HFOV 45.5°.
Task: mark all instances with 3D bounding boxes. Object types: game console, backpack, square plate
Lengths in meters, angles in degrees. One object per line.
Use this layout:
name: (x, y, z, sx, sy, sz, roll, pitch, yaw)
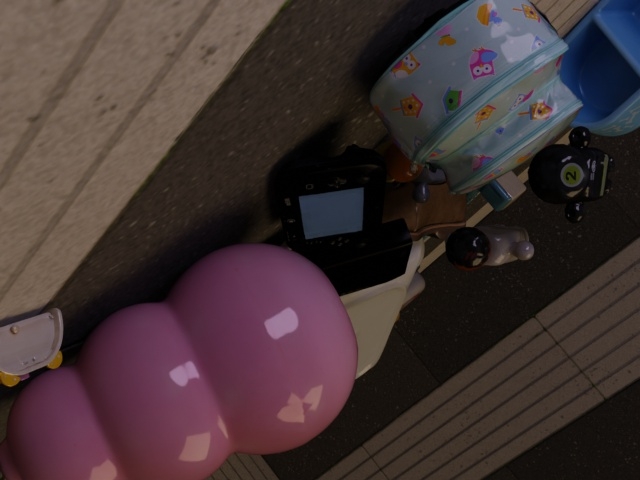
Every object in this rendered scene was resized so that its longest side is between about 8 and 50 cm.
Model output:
game console: (0.000, 0.000, 0.841, 0.213, 0.043, 0.361, -17, 159, -4)
backpack: (0.131, -0.125, 0.647, 0.166, 0.144, 0.188, -36, 168, 12)
square plate: (-0.004, 0.168, 1.180, 0.347, 0.049, 0.344, -22, 148, -29)

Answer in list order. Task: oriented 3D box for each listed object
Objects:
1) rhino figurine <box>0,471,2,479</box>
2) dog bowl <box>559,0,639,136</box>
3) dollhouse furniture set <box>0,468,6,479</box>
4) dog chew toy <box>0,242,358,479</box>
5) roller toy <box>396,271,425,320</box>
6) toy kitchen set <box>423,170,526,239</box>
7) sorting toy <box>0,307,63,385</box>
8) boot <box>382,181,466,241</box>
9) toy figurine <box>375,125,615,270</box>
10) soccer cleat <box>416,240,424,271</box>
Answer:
rhino figurine: (-0.344, 0.221, 0.670, 0.106, 0.073, 0.243, -30, 169, -30)
dog bowl: (0.426, -0.263, 1.041, 0.074, 0.165, 0.297, -16, 157, -39)
dollhouse furniture set: (-0.367, 0.314, 0.956, 0.114, 0.081, 0.091, -36, 169, -17)
dog chew toy: (-0.134, 0.137, 0.721, 0.332, 0.206, 0.206, -25, 166, -16)
roller toy: (0.100, 0.101, 1.484, 0.191, 0.146, 0.209, -33, 169, -28)
toy kitchen set: (0.220, -0.052, 1.310, 0.166, 0.122, 0.207, -36, 169, -18)
sorting toy: (-0.244, 0.090, 0.574, 0.075, 0.044, 0.083, -23, 179, 29)
boot: (0.114, -0.059, 1.072, 0.305, 0.112, 0.115, -8, 111, -53)
toy figurine: (0.189, -0.082, 0.844, 0.209, 0.213, 0.148, -42, 160, 32)
soccer cleat: (0.020, 0.068, 1.242, 0.331, 0.116, 0.143, -37, 148, -3)
